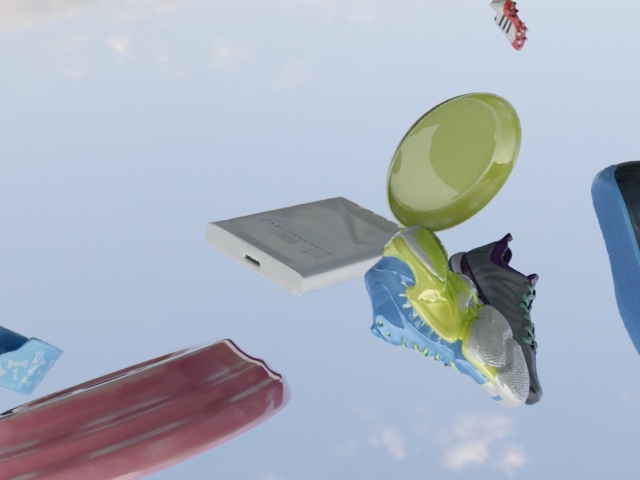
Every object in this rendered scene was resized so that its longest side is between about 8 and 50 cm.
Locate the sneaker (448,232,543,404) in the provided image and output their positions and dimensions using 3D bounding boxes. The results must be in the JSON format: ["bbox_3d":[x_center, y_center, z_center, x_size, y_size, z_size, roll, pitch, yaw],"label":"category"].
[{"bbox_3d":[0.244,0.092,1.141,0.098,0.083,0.224,-28,-120,9],"label":"sneaker"}]

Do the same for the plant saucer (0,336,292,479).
[{"bbox_3d":[-0.195,0.172,0.886,0.332,0.084,0.332,-19,179,0],"label":"plant saucer"}]

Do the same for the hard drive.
[{"bbox_3d":[0.000,0.000,1.427,0.203,0.040,0.307,28,-154,34],"label":"hard drive"}]

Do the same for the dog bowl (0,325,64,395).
[{"bbox_3d":[-0.462,0.117,1.132,0.165,0.297,0.074,11,-108,39],"label":"dog bowl"}]

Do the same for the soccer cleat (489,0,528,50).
[{"bbox_3d":[0.240,-0.276,1.159,0.035,0.083,0.029,22,-109,38],"label":"soccer cleat"}]

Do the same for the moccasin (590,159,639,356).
[{"bbox_3d":[0.528,0.040,1.408,0.116,0.342,0.137,-17,-170,-13],"label":"moccasin"}]

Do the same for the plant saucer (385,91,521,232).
[{"bbox_3d":[0.193,-0.120,1.361,0.240,0.241,0.037,-20,-137,-20],"label":"plant saucer"}]

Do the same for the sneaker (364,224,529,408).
[{"bbox_3d":[0.138,0.105,1.062,0.126,0.240,0.091,-38,168,32],"label":"sneaker"}]
